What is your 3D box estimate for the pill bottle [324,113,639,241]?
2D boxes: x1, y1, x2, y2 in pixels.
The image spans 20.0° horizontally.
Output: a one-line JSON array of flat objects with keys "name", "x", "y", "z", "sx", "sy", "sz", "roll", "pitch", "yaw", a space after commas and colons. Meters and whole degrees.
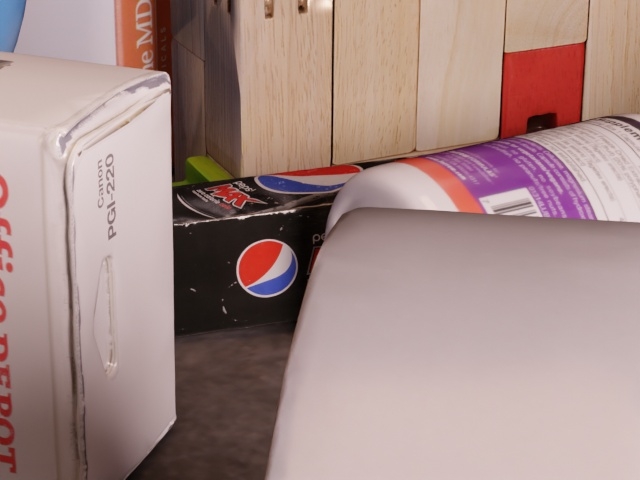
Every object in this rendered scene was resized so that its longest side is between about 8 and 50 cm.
[{"name": "pill bottle", "x": 0.108, "y": 0.004, "z": 0.785, "sx": 0.193, "sy": 0.108, "sz": 0.108, "roll": -13, "pitch": 26, "yaw": -29}]

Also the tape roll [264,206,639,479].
[{"name": "tape roll", "x": 0.034, "y": 0.102, "z": 0.410, "sx": 0.072, "sy": 0.219, "sz": 0.219, "roll": 4, "pitch": 23, "yaw": 10}]

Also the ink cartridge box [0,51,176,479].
[{"name": "ink cartridge box", "x": -0.171, "y": 0.005, "z": 0.715, "sx": 0.218, "sy": 0.158, "sz": 0.092, "roll": 10, "pitch": 24, "yaw": 20}]

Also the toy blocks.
[{"name": "toy blocks", "x": 0.072, "y": -0.142, "z": 0.935, "sx": 0.381, "sy": 0.261, "sz": 0.191, "roll": -10, "pitch": 25, "yaw": -22}]

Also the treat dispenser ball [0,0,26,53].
[{"name": "treat dispenser ball", "x": -0.289, "y": -0.142, "z": 0.894, "sx": 0.288, "sy": 0.288, "sz": 0.288, "roll": 0, "pitch": 23, "yaw": 0}]

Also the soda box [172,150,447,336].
[{"name": "soda box", "x": 0.000, "y": 0.000, "z": 0.846, "sx": 0.169, "sy": 0.060, "sz": 0.053, "roll": -7, "pitch": 22, "yaw": -11}]

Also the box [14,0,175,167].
[{"name": "box", "x": -0.062, "y": -0.195, "z": 1.115, "sx": 0.168, "sy": 0.215, "sz": 0.345, "roll": 19, "pitch": 29, "yaw": 36}]
